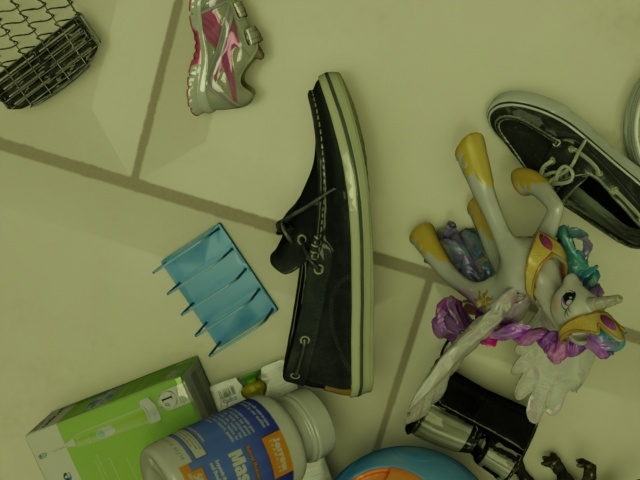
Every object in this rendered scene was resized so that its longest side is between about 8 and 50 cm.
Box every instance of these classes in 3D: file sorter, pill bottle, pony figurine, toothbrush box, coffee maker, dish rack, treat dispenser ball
[{"bbox_3d":[-0.168,0.081,1.609,0.118,0.104,0.170,-33,95,11],"label":"file sorter"},{"bbox_3d":[-0.116,0.322,1.523,0.272,0.152,0.152,-22,99,-29],"label":"pill bottle"},{"bbox_3d":[0.261,0.084,1.445,0.302,0.363,0.351,-3,138,-29],"label":"pony figurine"},{"bbox_3d":[-0.296,0.341,1.660,0.283,0.122,0.206,-23,97,9],"label":"toothbrush box"},{"bbox_3d":[0.245,0.263,1.587,0.178,0.120,0.171,26,101,1],"label":"coffee maker"},{"bbox_3d":[-0.474,-0.350,1.587,0.208,0.074,0.272,-33,97,12],"label":"dish rack"},{"bbox_3d":[0.129,0.454,1.531,0.288,0.288,0.288,1,100,6],"label":"treat dispenser ball"}]

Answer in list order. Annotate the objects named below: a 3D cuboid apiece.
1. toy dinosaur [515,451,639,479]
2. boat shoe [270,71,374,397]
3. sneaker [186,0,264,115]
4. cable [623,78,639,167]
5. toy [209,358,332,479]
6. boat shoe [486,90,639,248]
[{"bbox_3d":[0.383,0.425,1.619,0.313,0.121,0.160,-23,109,5],"label":"toy dinosaur"},{"bbox_3d":[0.000,0.000,1.539,0.156,0.187,0.500,-1,105,1],"label":"boat shoe"},{"bbox_3d":[-0.138,-0.312,1.546,0.111,0.103,0.252,4,107,2],"label":"sneaker"},{"bbox_3d":[0.578,-0.166,1.490,0.257,0.089,0.257,-14,98,8],"label":"cable"},{"bbox_3d":[-0.075,0.323,1.662,0.136,0.056,0.237,-20,90,2],"label":"toy"},{"bbox_3d":[0.361,-0.098,1.491,0.306,0.105,0.113,40,143,3],"label":"boat shoe"}]
